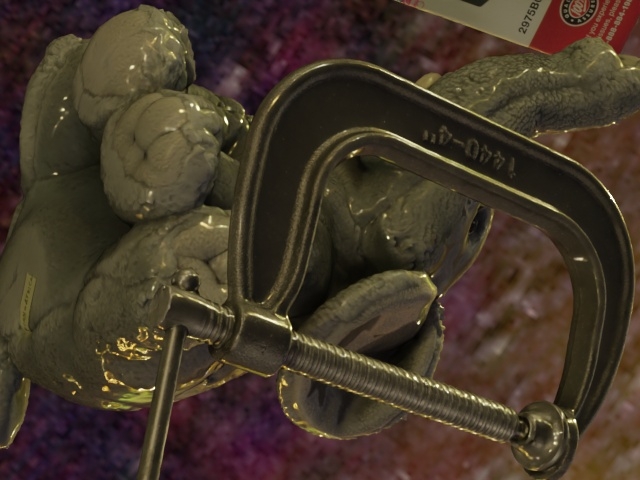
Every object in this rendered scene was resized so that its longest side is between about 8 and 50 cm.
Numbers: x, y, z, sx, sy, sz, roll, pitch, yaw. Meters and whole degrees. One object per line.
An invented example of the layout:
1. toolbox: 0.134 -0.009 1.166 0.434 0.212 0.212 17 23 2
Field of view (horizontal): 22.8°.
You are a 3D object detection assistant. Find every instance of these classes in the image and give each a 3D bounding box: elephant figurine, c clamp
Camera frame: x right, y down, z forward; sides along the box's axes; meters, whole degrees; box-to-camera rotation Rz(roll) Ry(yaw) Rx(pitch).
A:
1. elephant figurine: 0.000 0.000 0.661 0.239 0.186 0.169 6 79 -38
2. c clamp: 0.024 0.023 0.438 0.161 0.022 0.137 15 71 -30

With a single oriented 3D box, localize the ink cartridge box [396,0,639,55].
1. ink cartridge box: 0.073 -0.167 0.714 0.072 0.175 0.127 -86 -164 -55
